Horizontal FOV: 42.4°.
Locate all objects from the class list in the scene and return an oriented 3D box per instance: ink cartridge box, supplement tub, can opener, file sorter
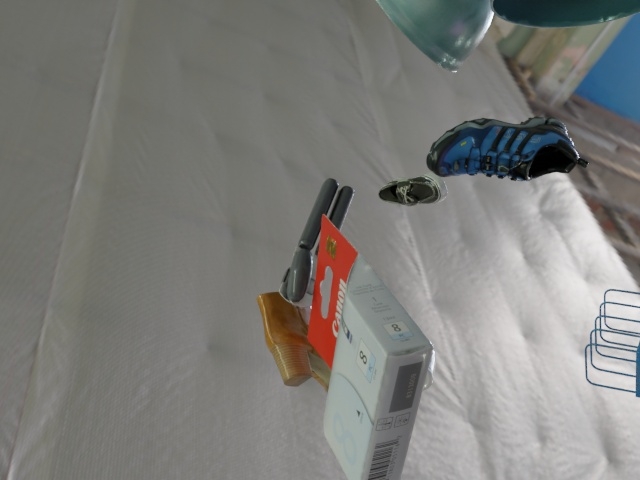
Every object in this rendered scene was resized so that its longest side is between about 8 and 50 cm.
[{"bbox_3d":[0.037,0.182,1.404,0.091,0.308,0.385,-10,-143,-24],"label":"ink cartridge box"},{"bbox_3d":[0.230,0.294,1.909,0.071,0.071,0.107,32,-156,-2],"label":"supplement tub"},{"bbox_3d":[0.000,0.000,1.637,0.076,0.095,0.283,25,-111,-9],"label":"can opener"},{"bbox_3d":[0.574,0.187,1.568,0.105,0.118,0.170,9,-139,29],"label":"file sorter"}]

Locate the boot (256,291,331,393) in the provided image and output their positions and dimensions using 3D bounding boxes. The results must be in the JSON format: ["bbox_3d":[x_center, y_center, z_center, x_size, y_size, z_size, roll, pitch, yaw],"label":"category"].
[{"bbox_3d":[-0.002,0.206,1.740,0.295,0.104,0.211,17,-133,-47],"label":"boot"}]

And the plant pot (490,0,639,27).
[{"bbox_3d":[0.427,-0.496,1.369,0.290,0.290,0.195,3,-96,-40],"label":"plant pot"}]

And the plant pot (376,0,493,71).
[{"bbox_3d":[0.269,-0.543,1.792,0.293,0.196,0.293,36,-152,-23],"label":"plant pot"}]

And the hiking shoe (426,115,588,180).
[{"bbox_3d":[0.365,-0.174,1.638,0.304,0.113,0.132,-12,-142,-6],"label":"hiking shoe"}]

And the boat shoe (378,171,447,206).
[{"bbox_3d":[0.222,-0.116,2.014,0.070,0.219,0.077,-26,-78,-26],"label":"boat shoe"}]
